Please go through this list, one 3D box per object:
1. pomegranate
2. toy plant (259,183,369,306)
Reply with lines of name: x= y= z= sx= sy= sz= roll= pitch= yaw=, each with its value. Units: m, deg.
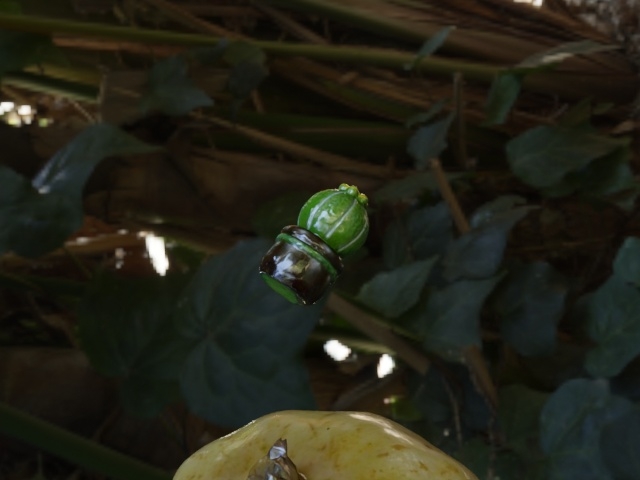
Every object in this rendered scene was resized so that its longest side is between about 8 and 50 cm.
pomegranate: x=-0.007 y=0.294 z=0.873 sx=0.342 sy=0.342 sz=0.342 roll=177 pitch=90 yaw=-74
toy plant: x=0.000 y=0.000 z=1.237 sx=0.162 sy=0.093 sz=0.093 roll=-52 pitch=7 yaw=-16
